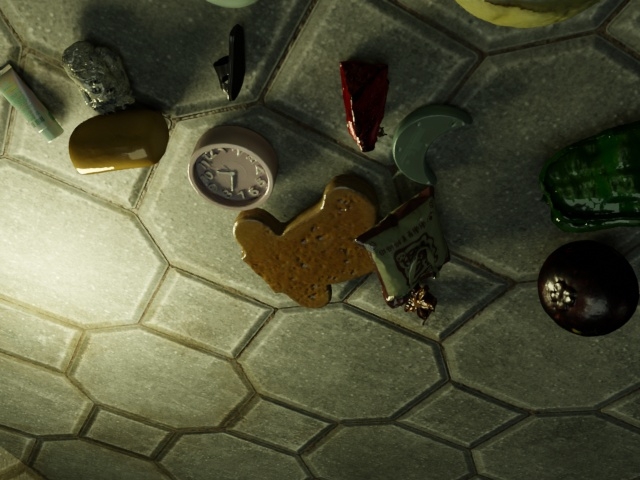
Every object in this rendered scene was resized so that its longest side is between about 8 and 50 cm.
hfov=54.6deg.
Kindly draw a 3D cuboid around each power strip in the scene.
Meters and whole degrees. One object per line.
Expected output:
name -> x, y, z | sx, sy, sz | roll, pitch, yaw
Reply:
power strip -> 0.217, -0.198, 1.318 | 0.137, 0.044, 0.216 | 18, 134, -10

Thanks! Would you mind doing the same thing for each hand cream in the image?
hand cream -> -0.640, -0.296, 1.360 | 0.076, 0.047, 0.174 | -22, 119, 28

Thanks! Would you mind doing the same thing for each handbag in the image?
handbag -> 0.195, 0.018, 1.410 | 0.213, 0.127, 0.235 | -37, 133, -15

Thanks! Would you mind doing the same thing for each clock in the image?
clock -> -0.197, -0.161, 1.405 | 0.196, 0.068, 0.197 | 5, 136, 5

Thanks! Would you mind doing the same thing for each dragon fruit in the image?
dragon fruit -> 0.099, -0.256, 1.232 | 0.092, 0.122, 0.192 | -11, 132, -2

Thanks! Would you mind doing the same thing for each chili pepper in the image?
chili pepper -> 0.636, -0.127, 1.236 | 0.384, 0.213, 0.167 | -15, 173, 27

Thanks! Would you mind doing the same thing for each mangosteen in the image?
mangosteen -> 0.642, 0.107, 1.460 | 0.265, 0.228, 0.228 | -12, 148, -35

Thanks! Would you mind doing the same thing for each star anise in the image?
star anise -> 0.273, 0.178, 1.680 | 0.097, 0.070, 0.191 | 25, 142, 23

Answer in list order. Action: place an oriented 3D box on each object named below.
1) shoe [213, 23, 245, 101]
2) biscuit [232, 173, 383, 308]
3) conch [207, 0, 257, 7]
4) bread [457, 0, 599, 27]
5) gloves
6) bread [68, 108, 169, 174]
shoe -> -0.181, -0.353, 1.217 | 0.053, 0.062, 0.159 | 20, 137, 7
biscuit -> 0.000, 0.000, 1.539 | 0.394, 0.076, 0.368 | -26, 126, 27
conch -> -0.185, -0.480, 1.062 | 0.221, 0.121, 0.185 | 35, 160, -30
bread -> 0.312, -0.467, 0.907 | 0.320, 0.237, 0.321 | 1, 121, 1
gloves -> -0.453, -0.334, 1.265 | 0.114, 0.070, 0.153 | -14, 123, 19
bread -> -0.435, -0.218, 1.326 | 0.217, 0.147, 0.098 | -10, 147, 13
